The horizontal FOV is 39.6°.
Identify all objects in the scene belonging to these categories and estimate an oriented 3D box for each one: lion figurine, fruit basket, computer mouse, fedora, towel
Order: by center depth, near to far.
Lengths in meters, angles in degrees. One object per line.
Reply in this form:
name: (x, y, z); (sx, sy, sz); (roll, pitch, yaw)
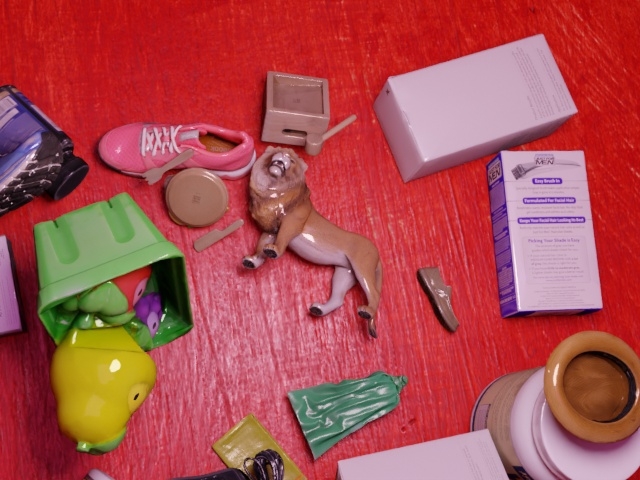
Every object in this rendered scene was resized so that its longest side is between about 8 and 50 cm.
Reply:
fedora: (0.442, 0.242, 1.460); (0.194, 0.079, 0.194); (4, 76, -15)
fruit basket: (-0.347, 0.162, 1.522); (0.283, 0.392, 0.392); (-22, 82, -15)
computer mouse: (-0.190, 0.483, 1.580); (0.272, 0.072, 0.188); (-5, 55, -13)
towel: (-0.093, 0.448, 1.682); (0.102, 0.021, 0.237); (-39, 86, -17)
lion figurine: (0.000, 0.000, 1.758); (0.392, 0.142, 0.240); (40, 50, -14)

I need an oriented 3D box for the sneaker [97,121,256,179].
sneaker: (-0.277, -0.195, 1.740); (0.314, 0.136, 0.116); (1, 76, -10)

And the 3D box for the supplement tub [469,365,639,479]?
supplement tub: (0.434, 0.348, 1.644); (0.235, 0.325, 0.235); (2, 77, -10)

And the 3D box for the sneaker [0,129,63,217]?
sneaker: (-0.606, -0.114, 1.595); (0.330, 0.130, 0.147); (-29, 85, 21)

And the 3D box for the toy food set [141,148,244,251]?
toy food set: (-0.244, -0.084, 1.734); (0.132, 0.038, 0.192); (-29, 111, 12)

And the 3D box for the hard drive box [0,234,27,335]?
hard drive box: (-0.670, 0.102, 1.615); (0.232, 0.089, 0.181); (-10, 84, -13)

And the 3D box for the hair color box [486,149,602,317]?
hair color box: (0.461, -0.014, 1.850); (0.185, 0.110, 0.339); (-1, 79, -9)

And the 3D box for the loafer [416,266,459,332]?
loafer: (0.248, 0.116, 1.805); (0.050, 0.056, 0.148); (-25, 83, -9)

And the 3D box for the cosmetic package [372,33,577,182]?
cosmetic package: (0.320, -0.277, 1.860); (0.365, 0.155, 0.197); (-18, 80, -13)

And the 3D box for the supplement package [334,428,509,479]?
supplement package: (0.184, 0.484, 1.617); (0.293, 0.177, 0.175); (-9, 52, -13)

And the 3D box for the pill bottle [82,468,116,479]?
pill bottle: (-0.419, 0.518, 1.555); (0.117, 0.117, 0.215); (37, 73, 0)

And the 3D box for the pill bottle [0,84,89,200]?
pill bottle: (-0.552, -0.183, 1.693); (0.219, 0.123, 0.123); (43, 73, 2)

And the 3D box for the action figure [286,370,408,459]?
action figure: (0.066, 0.314, 1.721); (0.232, 0.063, 0.137); (-21, 80, -11)

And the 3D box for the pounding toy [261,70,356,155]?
pounding toy: (-0.025, -0.230, 1.783); (0.181, 0.094, 0.206); (6, 48, -9)
